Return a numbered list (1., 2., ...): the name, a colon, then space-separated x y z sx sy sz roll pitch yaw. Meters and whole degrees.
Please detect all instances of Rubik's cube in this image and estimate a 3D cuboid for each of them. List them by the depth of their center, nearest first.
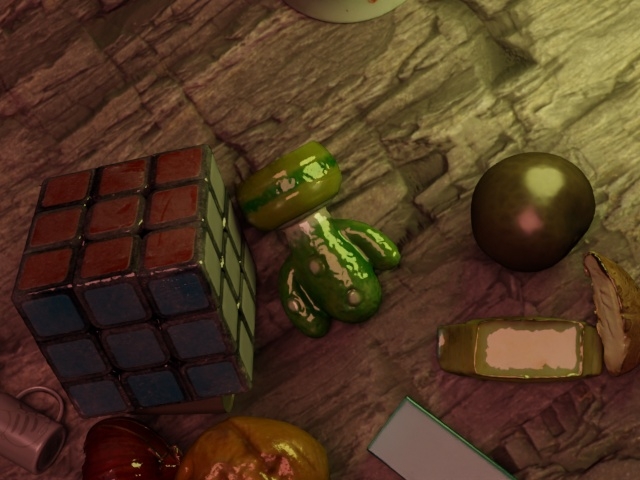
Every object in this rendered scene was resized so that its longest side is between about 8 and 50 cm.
1. Rubik's cube: -0.281 0.068 1.699 0.305 0.301 0.304 -11 40 9

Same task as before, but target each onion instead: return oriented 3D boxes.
1. onion: -0.305 0.403 1.726 0.161 0.248 0.248 1 80 -1

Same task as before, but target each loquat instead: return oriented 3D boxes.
1. loquat: -0.104 0.419 1.669 0.275 0.284 0.276 -2 70 6

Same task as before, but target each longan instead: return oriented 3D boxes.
1. longan: 0.344 -0.046 1.720 0.198 0.198 0.213 19 71 12

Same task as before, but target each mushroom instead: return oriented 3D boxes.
1. mushroom: 0.493 0.115 1.717 0.072 0.094 0.210 -21 76 52

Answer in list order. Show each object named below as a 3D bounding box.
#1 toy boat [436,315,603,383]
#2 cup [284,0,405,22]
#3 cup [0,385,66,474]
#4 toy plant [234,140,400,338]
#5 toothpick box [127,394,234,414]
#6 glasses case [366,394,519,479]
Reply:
1. toy boat: 0.329 0.180 1.736 0.276 0.084 0.111 2 83 9
2. cup: 0.039 -0.583 1.876 0.347 0.163 0.347 -2 79 10
3. cup: -0.521 0.325 1.852 0.133 0.099 0.136 26 87 14
4. toy plant: 0.000 0.000 1.800 0.224 0.184 0.316 -27 93 9
5. toothpick box: -0.247 0.246 1.811 0.180 0.111 0.111 -2 80 9
6. glasses case: 0.229 0.394 1.729 0.301 0.070 0.117 37 82 15
